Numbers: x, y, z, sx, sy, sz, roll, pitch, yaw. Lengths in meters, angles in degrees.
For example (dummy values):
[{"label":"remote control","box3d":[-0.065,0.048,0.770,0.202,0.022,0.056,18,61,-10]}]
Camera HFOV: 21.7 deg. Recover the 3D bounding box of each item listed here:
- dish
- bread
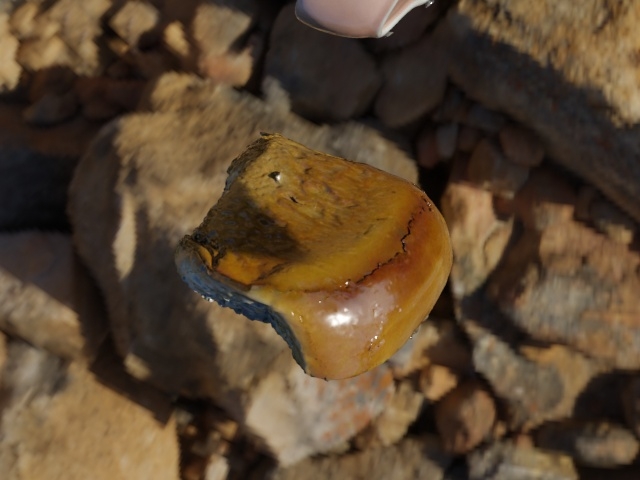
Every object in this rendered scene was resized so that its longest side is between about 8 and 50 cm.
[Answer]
[{"label":"dish","box3d":[0.076,-0.289,1.761,0.090,0.213,0.213,40,117,10]},{"label":"bread","box3d":[0.000,0.000,0.818,0.126,0.129,0.044,28,140,8]}]
